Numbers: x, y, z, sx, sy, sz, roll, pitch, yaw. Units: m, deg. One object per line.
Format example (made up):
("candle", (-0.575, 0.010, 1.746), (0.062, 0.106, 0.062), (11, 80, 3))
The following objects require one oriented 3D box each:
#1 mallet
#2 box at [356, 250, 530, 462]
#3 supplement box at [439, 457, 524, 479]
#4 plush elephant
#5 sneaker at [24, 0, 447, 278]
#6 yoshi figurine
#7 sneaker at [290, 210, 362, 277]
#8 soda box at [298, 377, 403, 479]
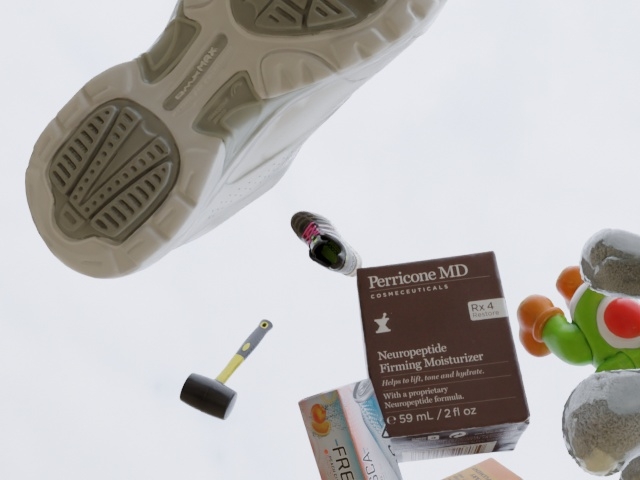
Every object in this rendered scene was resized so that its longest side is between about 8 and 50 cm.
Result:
("mallet", (-0.094, 0.152, 0.995), (0.062, 0.190, 0.039), (27, -58, 17))
("box", (0.137, 0.145, 0.969), (0.169, 0.167, 0.203), (-8, -116, 3))
("supplement box", (0.139, 0.352, 0.996), (0.078, 0.234, 0.080), (23, -49, 66))
("plush elephant", (0.368, 0.162, 0.706), (0.330, 0.271, 0.255), (2, -54, 12))
("sneaker", (-0.025, -0.079, 0.371), (0.232, 0.115, 0.090), (-39, -96, 9))
("yoshi figurine", (0.454, 0.175, 1.123), (0.362, 0.203, 0.203), (31, -72, 57))
("sneaker", (0.000, 0.000, 1.453), (0.170, 0.075, 0.063), (45, -75, 27))
("soda box", (0.041, 0.238, 0.831), (0.058, 0.063, 0.183), (-24, -101, 36))
